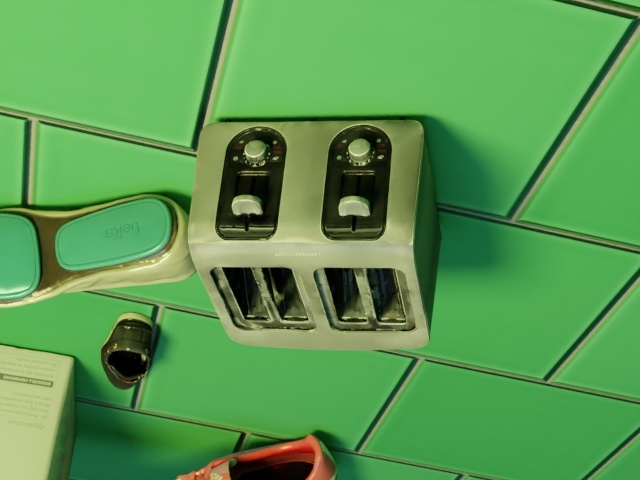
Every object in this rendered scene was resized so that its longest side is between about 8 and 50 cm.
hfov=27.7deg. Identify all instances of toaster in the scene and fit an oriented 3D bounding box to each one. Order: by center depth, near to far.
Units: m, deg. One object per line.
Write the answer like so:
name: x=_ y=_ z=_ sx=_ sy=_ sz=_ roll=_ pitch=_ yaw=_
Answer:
toaster: x=0.000 y=0.000 z=0.966 sx=0.168 sy=0.110 sz=0.186 roll=1 pitch=148 yaw=11

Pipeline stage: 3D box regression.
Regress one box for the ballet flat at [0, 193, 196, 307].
ballet flat: x=-0.213 y=0.014 z=1.071 sx=0.248 sy=0.086 sz=0.086 roll=-4 pitch=146 yaw=16

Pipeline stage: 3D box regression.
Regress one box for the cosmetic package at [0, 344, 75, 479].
cosmetic package: x=-0.337 y=0.255 z=1.333 sx=0.138 sy=0.225 sz=0.224 roll=10 pitch=149 yaw=-4

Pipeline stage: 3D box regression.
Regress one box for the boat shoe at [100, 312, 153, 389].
boat shoe: x=-0.189 y=0.116 z=1.257 sx=0.048 sy=0.042 sz=0.133 roll=11 pitch=149 yaw=-10

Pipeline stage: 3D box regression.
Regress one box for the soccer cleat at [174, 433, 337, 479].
soccer cleat: x=-0.135 y=0.286 z=1.392 sx=0.318 sy=0.109 sz=0.116 roll=-15 pitch=142 yaw=-10
